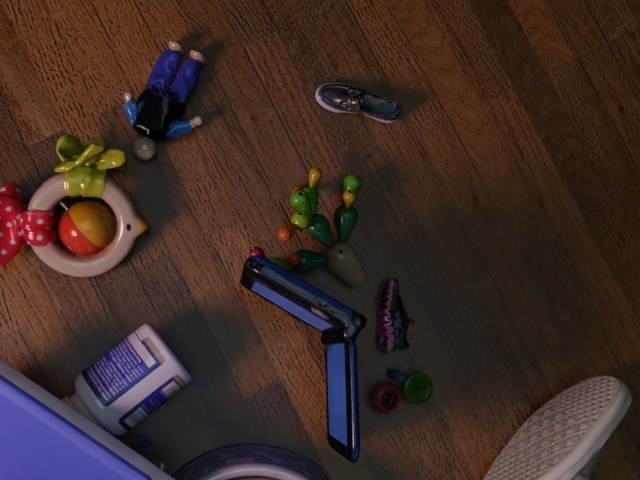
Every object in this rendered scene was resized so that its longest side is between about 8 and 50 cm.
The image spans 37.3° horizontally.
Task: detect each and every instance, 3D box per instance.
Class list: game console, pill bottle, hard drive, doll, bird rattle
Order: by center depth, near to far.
[{"bbox_3d":[-0.035,0.164,1.330,0.250,0.293,0.173,30,80,-1],"label":"game console"},{"bbox_3d":[-0.382,0.311,1.334,0.318,0.040,0.210,35,124,-1],"label":"hard drive"},{"bbox_3d":[-0.292,0.218,1.385,0.186,0.112,0.112,-38,88,-10],"label":"pill bottle"},{"bbox_3d":[-0.375,-0.035,1.408,0.253,0.143,0.207,-44,105,-7],"label":"bird rattle"},{"bbox_3d":[-0.241,-0.212,1.482,0.129,0.046,0.189,24,80,-2],"label":"doll"}]

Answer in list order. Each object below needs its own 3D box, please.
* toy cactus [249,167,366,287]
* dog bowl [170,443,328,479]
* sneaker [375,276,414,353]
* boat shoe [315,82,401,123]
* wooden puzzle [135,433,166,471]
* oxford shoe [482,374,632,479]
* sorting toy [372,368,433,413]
[{"bbox_3d":[0.000,0.000,1.461,0.180,0.112,0.219,53,57,-21],"label":"toy cactus"},{"bbox_3d":[-0.100,0.475,1.379,0.348,0.102,0.349,1,83,-6],"label":"dog bowl"},{"bbox_3d":[0.119,0.117,1.486,0.057,0.047,0.119,3,86,-21],"label":"sneaker"},{"bbox_3d":[0.063,-0.225,1.522,0.142,0.040,0.049,14,81,-5],"label":"boat shoe"},{"bbox_3d":[-0.270,0.354,1.409,0.078,0.014,0.116,21,81,23],"label":"wooden puzzle"},{"bbox_3d":[0.321,0.395,1.413,0.130,0.169,0.449,40,82,-11],"label":"oxford shoe"},{"bbox_3d":[0.120,0.229,1.472,0.102,0.042,0.061,-14,100,-20],"label":"sorting toy"}]
